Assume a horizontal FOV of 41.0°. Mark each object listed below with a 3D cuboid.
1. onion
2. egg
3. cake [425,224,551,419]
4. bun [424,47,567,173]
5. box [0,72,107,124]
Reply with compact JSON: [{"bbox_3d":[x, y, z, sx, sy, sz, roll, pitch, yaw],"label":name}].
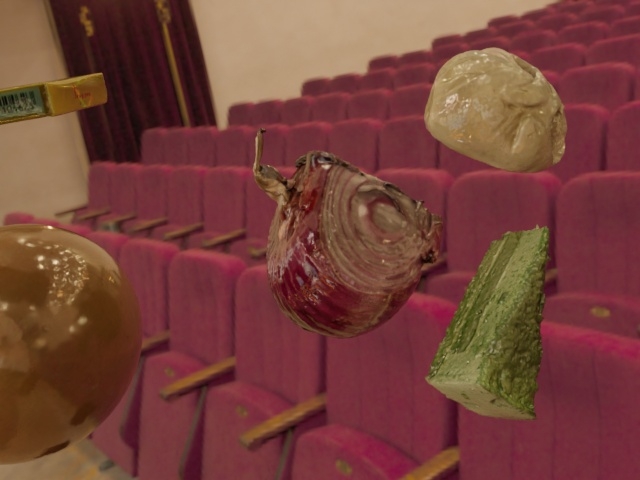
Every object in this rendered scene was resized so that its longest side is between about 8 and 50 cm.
[{"bbox_3d":[0.023,0.019,1.198,0.272,0.230,0.256,17,-10,7],"label":"onion"},{"bbox_3d":[-0.386,0.126,1.125,0.301,0.301,0.374,-9,17,13],"label":"egg"},{"bbox_3d":[0.200,0.081,0.996,0.099,0.235,0.100,22,-21,-30],"label":"cake"},{"bbox_3d":[0.238,-0.172,1.108,0.193,0.128,0.178,25,28,6],"label":"bun"},{"bbox_3d":[-0.385,-0.135,0.917,0.279,0.041,0.153,-8,14,8],"label":"box"}]
